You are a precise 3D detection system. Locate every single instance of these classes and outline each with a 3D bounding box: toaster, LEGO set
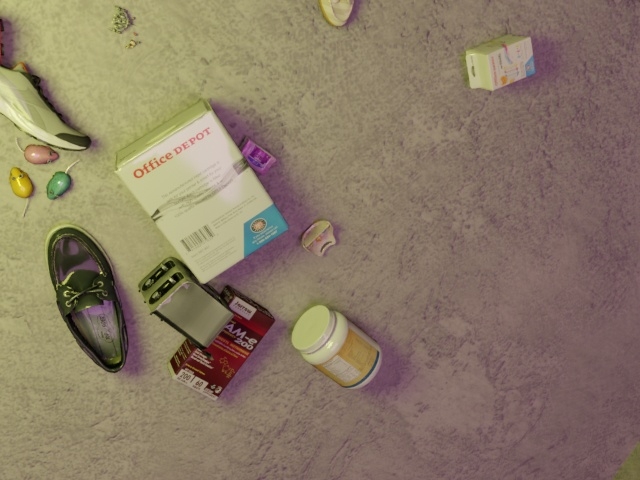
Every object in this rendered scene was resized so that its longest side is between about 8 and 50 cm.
[{"bbox_3d":[-0.286,0.139,1.542,0.110,0.168,0.186,-47,119,-3],"label":"toaster"},{"bbox_3d":[-0.378,-0.413,1.378,0.054,0.023,0.083,-44,120,-3],"label":"LEGO set"}]

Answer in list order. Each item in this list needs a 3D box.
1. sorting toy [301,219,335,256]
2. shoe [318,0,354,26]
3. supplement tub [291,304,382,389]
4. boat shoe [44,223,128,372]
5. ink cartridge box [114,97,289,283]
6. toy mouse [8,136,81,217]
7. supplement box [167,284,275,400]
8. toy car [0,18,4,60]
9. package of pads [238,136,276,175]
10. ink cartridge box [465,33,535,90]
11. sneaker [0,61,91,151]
[{"bbox_3d":[0.000,0.000,1.692,0.083,0.045,0.075,-43,127,-4],"label":"sorting toy"},{"bbox_3d":[0.036,-0.558,1.486,0.077,0.058,0.219,-11,113,-20],"label":"shoe"},{"bbox_3d":[0.041,0.261,1.746,0.200,0.144,0.144,41,90,-30],"label":"supplement tub"},{"bbox_3d":[-0.480,0.133,1.485,0.127,0.113,0.340,-15,114,-18],"label":"boat shoe"},{"bbox_3d":[-0.243,-0.102,1.477,0.223,0.129,0.307,-32,118,0],"label":"ink cartridge box"},{"bbox_3d":[-0.540,-0.135,1.405,0.143,0.031,0.161,-18,115,-17],"label":"toy mouse"},{"bbox_3d":[-0.231,0.239,1.659,0.130,0.073,0.239,36,91,-30],"label":"supplement box"},{"bbox_3d":[-0.603,-0.450,1.224,0.225,0.053,0.239,33,76,-21],"label":"toy car"},{"bbox_3d":[-0.144,-0.185,1.562,0.083,0.032,0.050,34,97,-29],"label":"package of pads"},{"bbox_3d":[0.419,-0.419,1.690,0.143,0.090,0.092,-25,117,-14],"label":"ink cartridge box"},{"bbox_3d":[-0.541,-0.257,1.324,0.271,0.100,0.108,36,87,-30],"label":"sneaker"}]
